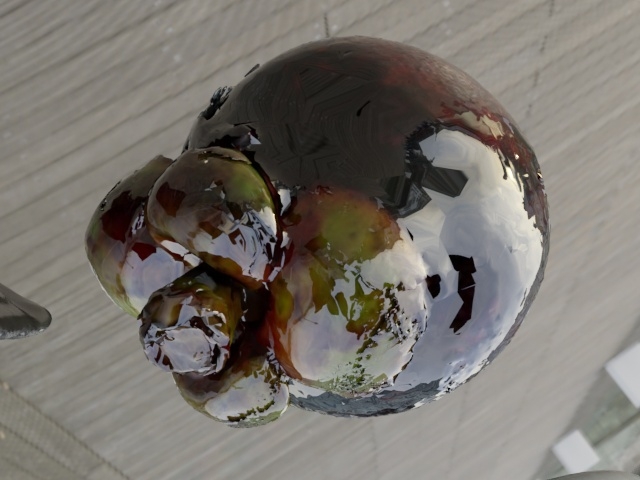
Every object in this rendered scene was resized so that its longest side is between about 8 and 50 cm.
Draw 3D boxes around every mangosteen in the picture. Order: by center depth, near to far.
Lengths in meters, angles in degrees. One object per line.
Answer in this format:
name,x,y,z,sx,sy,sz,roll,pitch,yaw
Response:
mangosteen,0.004,0.006,0.957,0.421,0.381,0.381,-33,158,-18

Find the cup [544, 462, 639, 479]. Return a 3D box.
cup,0.226,0.201,0.534,0.356,0.259,0.275,16,128,-12

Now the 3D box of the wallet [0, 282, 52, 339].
wallet,-0.243,-0.061,0.313,0.041,0.323,0.247,-53,175,-6
